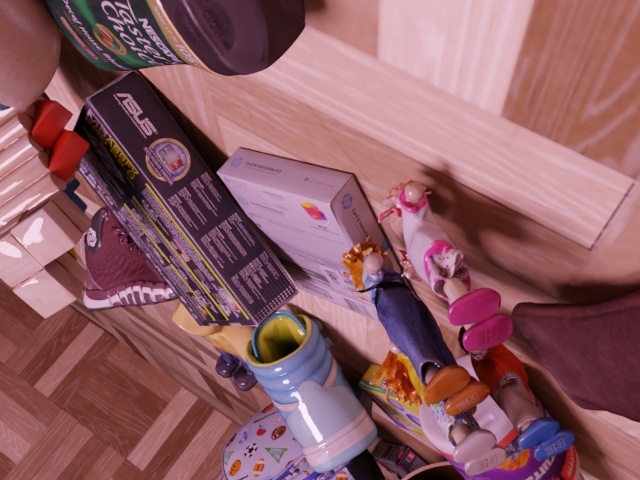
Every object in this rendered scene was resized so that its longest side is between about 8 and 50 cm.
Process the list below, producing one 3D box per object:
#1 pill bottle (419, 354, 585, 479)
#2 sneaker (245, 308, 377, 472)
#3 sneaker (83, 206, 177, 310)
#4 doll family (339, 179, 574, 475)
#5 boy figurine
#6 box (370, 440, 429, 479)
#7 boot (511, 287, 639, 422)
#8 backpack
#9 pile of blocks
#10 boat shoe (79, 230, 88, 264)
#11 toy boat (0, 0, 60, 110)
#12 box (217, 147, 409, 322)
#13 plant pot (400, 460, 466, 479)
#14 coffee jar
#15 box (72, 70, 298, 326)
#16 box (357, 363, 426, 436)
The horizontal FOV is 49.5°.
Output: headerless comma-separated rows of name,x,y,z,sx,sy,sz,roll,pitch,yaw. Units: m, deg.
pill bottle,0.192,0.210,0.697,0.108,0.108,0.193,5,143,54
sneaker,-0.020,0.190,1.002,0.208,0.127,0.319,59,172,0
sneaker,-0.250,0.007,0.990,0.281,0.106,0.162,-10,92,30
doll family,0.079,0.074,0.538,0.263,0.118,0.163,56,-176,-39
boy figurine,-0.163,0.166,1.186,0.177,0.092,0.285,30,161,24
box,0.197,0.447,1.272,0.207,0.036,0.114,42,158,-11
boot,0.192,0.056,0.403,0.248,0.090,0.207,45,156,-29
backpack,-0.052,0.413,1.191,0.213,0.263,0.276,44,177,-18
pile of blocks,-0.277,-0.113,0.672,0.362,0.113,0.149,64,-162,10
boat shoe,-0.305,0.013,1.141,0.233,0.084,0.079,5,-179,43
toy boat,-0.313,-0.216,0.425,0.267,0.148,0.318,59,-176,20
box,0.000,0.000,0.660,0.145,0.038,0.186,18,153,40
plant pot,0.198,0.446,1.062,0.237,0.237,0.254,33,174,11
coffee jar,-0.097,-0.154,0.438,0.184,0.079,0.096,15,149,44
box,-0.161,-0.027,0.754,0.270,0.060,0.216,54,155,-10
box,0.140,0.217,0.883,0.105,0.043,0.179,47,155,-25
